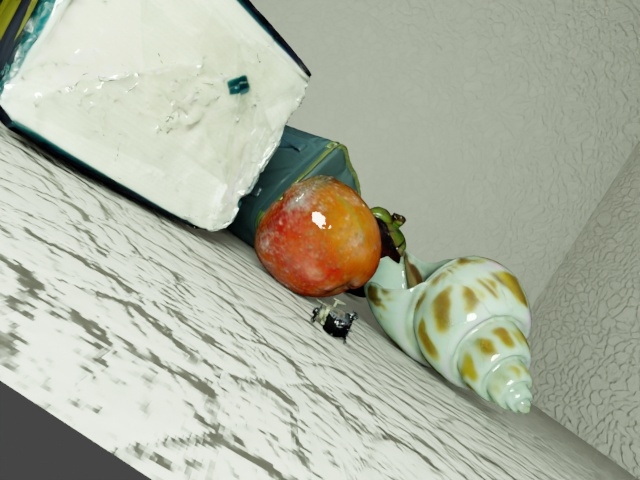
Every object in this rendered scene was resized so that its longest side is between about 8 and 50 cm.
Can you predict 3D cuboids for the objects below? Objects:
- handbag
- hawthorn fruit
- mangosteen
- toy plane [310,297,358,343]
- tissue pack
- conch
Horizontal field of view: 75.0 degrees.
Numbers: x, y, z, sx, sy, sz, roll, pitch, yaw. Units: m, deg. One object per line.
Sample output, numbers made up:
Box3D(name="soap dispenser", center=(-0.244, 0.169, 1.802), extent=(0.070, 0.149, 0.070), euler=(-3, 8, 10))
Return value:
Box3D(name="handbag", center=(-0.082, -0.105, 0.858), extent=(0.241, 0.263, 0.222), euler=(35, -18, 37))
Box3D(name="hawthorn fruit", center=(0.000, 0.000, 0.581), extent=(0.173, 0.173, 0.173), euler=(33, -1, 1))
Box3D(name="mangosteen", center=(0.125, 0.027, 1.312), extent=(0.300, 0.300, 0.300), euler=(33, -1, 1))
Box3D(name="toy plane", center=(0.013, 0.085, 0.467), extent=(0.049, 0.031, 0.120), euler=(25, 1, 3))
Box3D(name="tissue pack", center=(-0.249, -0.220, 0.539), extent=(0.416, 0.253, 0.264), euler=(31, 0, 41))
Box3D(name="conch", center=(0.210, 0.123, 0.688), extent=(0.249, 0.197, 0.368), euler=(-2, 3, -6))
